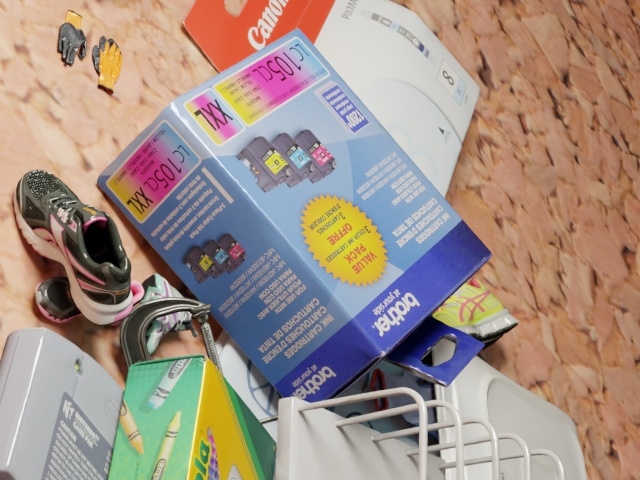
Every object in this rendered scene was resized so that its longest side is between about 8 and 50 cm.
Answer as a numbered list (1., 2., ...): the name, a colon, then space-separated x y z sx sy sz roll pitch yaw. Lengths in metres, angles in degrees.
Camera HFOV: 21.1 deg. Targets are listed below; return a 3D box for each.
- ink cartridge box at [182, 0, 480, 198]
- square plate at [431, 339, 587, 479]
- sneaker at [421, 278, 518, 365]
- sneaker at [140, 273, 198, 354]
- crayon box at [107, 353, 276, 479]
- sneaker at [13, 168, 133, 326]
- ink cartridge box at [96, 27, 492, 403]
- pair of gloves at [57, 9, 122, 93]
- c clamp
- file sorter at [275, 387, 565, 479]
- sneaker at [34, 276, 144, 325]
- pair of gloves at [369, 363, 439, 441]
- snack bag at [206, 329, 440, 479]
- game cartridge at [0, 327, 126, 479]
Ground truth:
1. ink cartridge box: 0.028 -0.221 2.116 0.385 0.091 0.308 48 37 -21
2. square plate: 0.244 0.312 2.005 0.344 0.049 0.347 34 44 -50
3. sneaker: 0.154 0.094 2.081 0.208 0.081 0.094 -9 64 -58
4. sneaker: -0.151 0.086 1.726 0.069 0.038 0.098 35 43 -31
5. crayon box: -0.118 0.261 1.496 0.165 0.081 0.278 57 31 -48
6. sneaker: -0.223 -0.010 1.620 0.072 0.077 0.178 -23 60 -36
7. ink cartridge box: 0.000 0.000 1.812 0.395 0.151 0.270 50 39 0
8. pair of gloves: -0.245 -0.202 1.828 0.083 0.010 0.074 33 44 -33
9. c clamp: -0.122 0.125 1.685 0.137 0.022 0.161 -22 97 -13
10. file sorter: 0.104 0.271 1.705 0.277 0.173 0.193 28 56 -47
11. sneaker: -0.219 0.051 1.649 0.119 0.057 0.047 4 65 -49
12. pair of gloves: 0.114 0.231 1.917 0.159 0.023 0.198 15 62 -49
13. snack bag: 0.018 0.193 1.869 0.342 0.037 0.323 52 37 -17
14. game cartridge: -0.203 0.217 1.480 0.294 0.060 0.196 60 33 -43
